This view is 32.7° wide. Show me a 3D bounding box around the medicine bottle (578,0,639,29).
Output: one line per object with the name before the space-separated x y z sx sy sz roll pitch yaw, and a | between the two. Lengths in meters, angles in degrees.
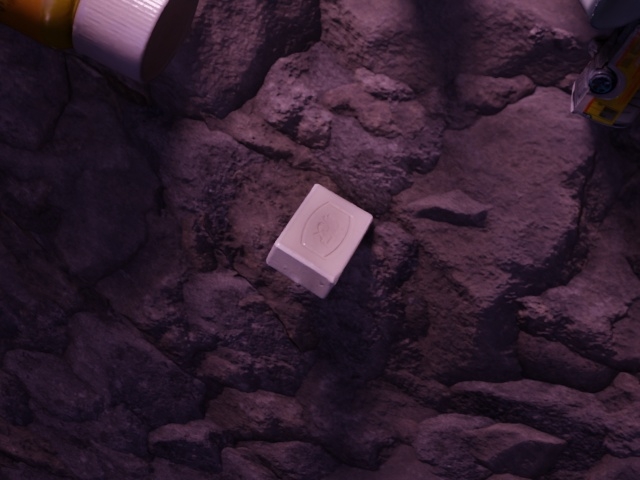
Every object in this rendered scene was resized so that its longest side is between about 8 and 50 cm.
medicine bottle | 0.350 -0.364 1.335 0.135 0.135 0.168 -49 59 44

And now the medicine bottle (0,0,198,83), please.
medicine bottle | -0.393 -0.407 1.660 0.384 0.224 0.224 29 134 4

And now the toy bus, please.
toy bus | 0.437 -0.266 1.452 0.106 0.092 0.268 24 134 -7

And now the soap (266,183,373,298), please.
soap | 0.000 0.000 1.828 0.121 0.183 0.064 32 135 0
